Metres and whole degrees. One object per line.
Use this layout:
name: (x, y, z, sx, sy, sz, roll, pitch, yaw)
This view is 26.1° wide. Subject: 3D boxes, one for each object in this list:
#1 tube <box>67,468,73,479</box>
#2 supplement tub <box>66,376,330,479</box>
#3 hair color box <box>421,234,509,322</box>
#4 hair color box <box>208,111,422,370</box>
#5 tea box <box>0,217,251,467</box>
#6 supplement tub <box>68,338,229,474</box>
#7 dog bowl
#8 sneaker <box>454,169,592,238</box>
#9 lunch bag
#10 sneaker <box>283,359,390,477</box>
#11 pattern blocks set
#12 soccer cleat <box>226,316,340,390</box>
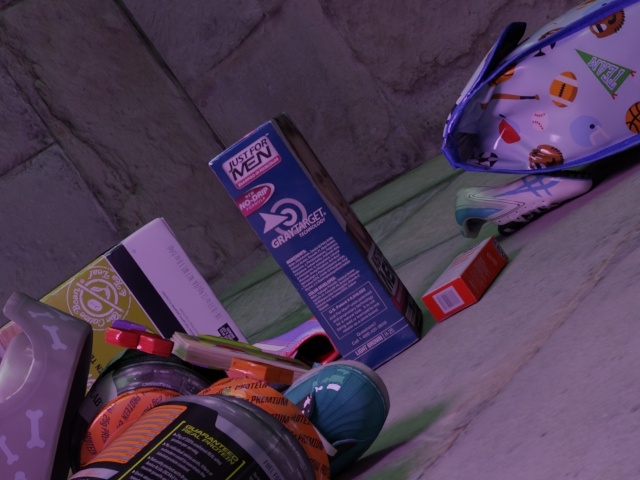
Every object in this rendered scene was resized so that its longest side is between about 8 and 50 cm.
tube: (-0.471, 0.460, 2.391, 0.240, 0.062, 0.070, -99, 20, -79)
supplement tub: (-0.138, 0.263, 1.190, 0.193, 0.194, 0.316, -30, 7, 46)
hair color box: (0.195, 0.050, 1.850, 0.072, 0.043, 0.141, -32, 7, 34)
hair color box: (0.000, 0.000, 1.861, 0.105, 0.347, 0.174, -34, 5, 9)
tea box: (-0.311, 0.194, 2.212, 0.323, 0.329, 0.220, -38, 6, -22)
supplement tub: (-0.206, 0.244, 1.748, 0.207, 0.207, 0.338, -35, 4, -1)
dog bowl: (-0.358, 0.241, 1.682, 0.349, 0.102, 0.349, -169, 90, -86)
sneaker: (0.303, -0.056, 2.047, 0.237, 0.086, 0.085, -14, -8, 42)
lunch bag: (0.366, -0.227, 2.026, 0.385, 0.239, 0.328, -26, 3, 17)
sneaker: (-0.050, 0.237, 1.420, 0.302, 0.108, 0.121, -42, 1, 32)
pattern blocks set: (-0.103, 0.148, 1.717, 0.285, 0.324, 0.026, -172, 95, -85)
soccer cleat: (-0.058, 0.186, 2.080, 0.248, 0.083, 0.095, -30, 11, 21)
